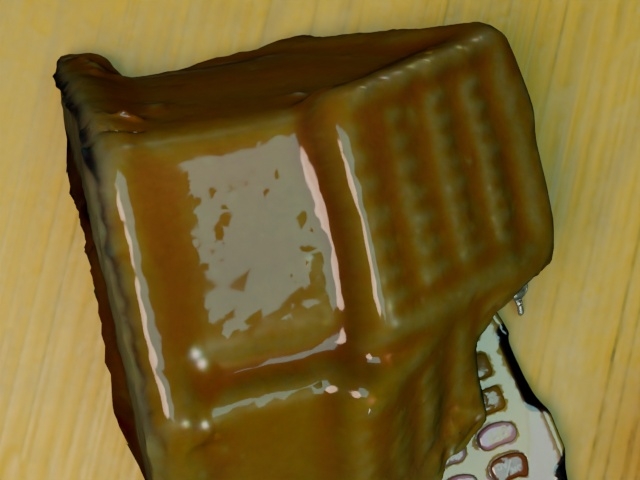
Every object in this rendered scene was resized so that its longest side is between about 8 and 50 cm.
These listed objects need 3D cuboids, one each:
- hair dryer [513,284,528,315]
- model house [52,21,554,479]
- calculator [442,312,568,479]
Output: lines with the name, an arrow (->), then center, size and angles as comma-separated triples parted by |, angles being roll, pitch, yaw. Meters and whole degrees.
hair dryer -> 0.082, -0.013, 0.938 | 0.063, 0.038, 0.124 | -25, 97, -5
model house -> 0.001, 0.010, 0.860 | 0.239, 0.173, 0.268 | -13, 93, -9
calculator -> 0.054, 0.125, 0.926 | 0.157, 0.033, 0.236 | -20, 87, -5
